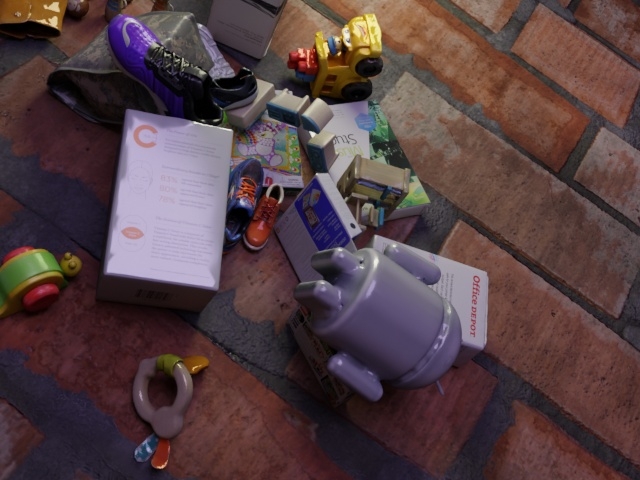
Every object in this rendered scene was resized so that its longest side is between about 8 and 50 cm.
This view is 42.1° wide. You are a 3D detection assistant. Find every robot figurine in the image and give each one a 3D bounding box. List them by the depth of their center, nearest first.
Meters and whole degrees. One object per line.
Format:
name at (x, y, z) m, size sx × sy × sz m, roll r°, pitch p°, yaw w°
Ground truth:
robot figurine at (0.124, 0.150, 1.576) m, size 0.354 × 0.200 × 0.299 m, roll 36°, pitch 74°, yaw -18°

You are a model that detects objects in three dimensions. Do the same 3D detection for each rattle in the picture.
rattle at (-0.271, 0.314, 1.540) m, size 0.130 × 0.143 × 0.199 m, roll -11°, pitch 77°, yaw 7°

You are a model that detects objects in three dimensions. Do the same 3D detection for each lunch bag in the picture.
lunch bag at (-0.424, -0.377, 1.818) m, size 0.287 × 0.168 × 0.235 m, roll 11°, pitch 50°, yaw 30°

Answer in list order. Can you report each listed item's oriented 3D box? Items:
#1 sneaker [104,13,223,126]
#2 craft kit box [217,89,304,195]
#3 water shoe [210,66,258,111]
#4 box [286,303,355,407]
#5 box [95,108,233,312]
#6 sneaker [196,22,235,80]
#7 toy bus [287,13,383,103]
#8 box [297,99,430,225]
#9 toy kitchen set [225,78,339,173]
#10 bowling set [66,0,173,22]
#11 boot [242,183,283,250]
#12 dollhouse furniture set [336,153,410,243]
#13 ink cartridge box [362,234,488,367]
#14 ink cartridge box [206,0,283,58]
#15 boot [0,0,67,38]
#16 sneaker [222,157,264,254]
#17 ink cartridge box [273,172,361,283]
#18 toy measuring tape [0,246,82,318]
sneaker at (-0.287, -0.328, 1.630) m, size 0.293 × 0.146 × 0.102 m, roll 53°, pitch 53°, yaw -36°
craft kit box at (-0.172, -0.226, 1.881) m, size 0.250 × 0.061 × 0.246 m, roll -1°, pitch 70°, yaw -24°
water shoe at (-0.233, -0.311, 1.786) m, size 0.203 × 0.080 × 0.073 m, roll -27°, pitch 55°, yaw -11°
box at (0.009, 0.221, 1.666) m, size 0.036 × 0.114 × 0.206 m, roll -18°, pitch 69°, yaw -31°
box at (-0.306, -0.054, 1.638) m, size 0.215 × 0.168 × 0.345 m, roll 10°, pitch 67°, yaw -17°
sneaker at (-0.265, -0.390, 1.962) m, size 0.090 × 0.095 × 0.235 m, roll -21°, pitch 89°, yaw -29°
toy bus at (0.032, -0.450, 2.046) m, size 0.212 × 0.220 × 0.149 m, roll 1°, pitch 64°, yaw -15°
box at (0.097, -0.189, 2.000) m, size 0.233 × 0.058 × 0.321 m, roll -13°, pitch 67°, yaw -29°
toy kitchen set at (-0.082, -0.237, 1.860) m, size 0.207 × 0.166 × 0.122 m, roll 23°, pitch 57°, yaw 26°
bowling set at (-0.495, -0.603, 1.952) m, size 0.287 × 0.154 × 0.200 m, roll 39°, pitch 52°, yaw 5°
boot at (-0.122, -0.054, 1.805) m, size 0.059 × 0.084 × 0.157 m, roll 24°, pitch 55°, yaw -9°
dollhouse furniture set at (0.107, -0.065, 1.816) m, size 0.130 × 0.129 × 0.183 m, roll 15°, pitch 59°, yaw -14°
ink cartridge box at (0.212, 0.134, 1.805) m, size 0.278 × 0.117 × 0.201 m, roll 18°, pitch 54°, yaw -11°
ink cartridge box at (-0.129, -0.685, 2.012) m, size 0.166 × 0.395 × 0.285 m, roll 22°, pitch 53°, yaw -6°
boot at (-0.721, -0.561, 1.864) m, size 0.295 × 0.104 × 0.211 m, roll 7°, pitch 61°, yaw -17°
sneaker at (-0.165, -0.075, 1.764) m, size 0.083 × 0.087 × 0.221 m, roll 24°, pitch 71°, yaw -24°
ink cartridge box at (0.000, 0.000, 1.744) m, size 0.045 × 0.206 × 0.208 m, roll -9°, pitch 64°, yaw -39°
toy measuring tape at (-0.582, 0.091, 1.497) m, size 0.330 × 0.121 × 0.121 m, roll -24°, pitch 71°, yaw -33°
